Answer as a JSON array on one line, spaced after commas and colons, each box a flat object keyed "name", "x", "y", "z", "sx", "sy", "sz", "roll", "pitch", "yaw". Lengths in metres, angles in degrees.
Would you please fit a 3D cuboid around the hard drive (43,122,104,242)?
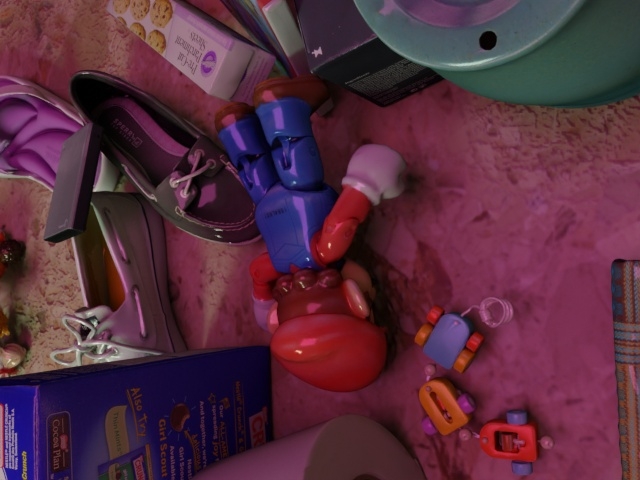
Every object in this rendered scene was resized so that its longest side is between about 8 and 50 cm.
[{"name": "hard drive", "x": -0.305, "y": -0.069, "z": 0.783, "sx": 0.094, "sy": 0.022, "sz": 0.135, "roll": -12, "pitch": 68, "yaw": 47}]

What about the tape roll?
[{"name": "tape roll", "x": -0.006, "y": 0.306, "z": 0.593, "sx": 0.169, "sy": 0.246, "sz": 0.246, "roll": -29, "pitch": 74, "yaw": 27}]

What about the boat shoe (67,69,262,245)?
[{"name": "boat shoe", "x": -0.201, "y": -0.107, "z": 0.792, "sx": 0.335, "sy": 0.095, "sz": 0.112, "roll": 37, "pitch": 82, "yaw": 24}]

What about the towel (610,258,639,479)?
[{"name": "towel", "x": 0.369, "y": 0.193, "z": 0.467, "sx": 0.272, "sy": 0.040, "sz": 0.370, "roll": -4, "pitch": 93, "yaw": 31}]

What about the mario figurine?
[{"name": "mario figurine", "x": 0.000, "y": 0.000, "z": 0.675, "sx": 0.170, "sy": 0.198, "sz": 0.320, "roll": -15, "pitch": 87, "yaw": -14}]

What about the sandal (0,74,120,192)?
[{"name": "sandal", "x": -0.472, "y": -0.168, "z": 0.973, "sx": 0.416, "sy": 0.102, "sz": 0.169, "roll": 16, "pitch": 97, "yaw": 29}]

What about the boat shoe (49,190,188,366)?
[{"name": "boat shoe", "x": -0.266, "y": 0.108, "z": 0.808, "sx": 0.136, "sy": 0.156, "sz": 0.366, "roll": -14, "pitch": 81, "yaw": 31}]

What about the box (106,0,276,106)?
[{"name": "box", "x": -0.170, "y": -0.255, "z": 0.771, "sx": 0.324, "sy": 0.063, "sz": 0.067, "roll": 44, "pitch": 114, "yaw": 41}]

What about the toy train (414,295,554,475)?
[{"name": "toy train", "x": 0.157, "y": 0.138, "z": 0.618, "sx": 0.125, "sy": 0.046, "sz": 0.166, "roll": -10, "pitch": 86, "yaw": 29}]

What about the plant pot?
[{"name": "plant pot", "x": 0.157, "y": -0.222, "z": 0.465, "sx": 0.272, "sy": 0.255, "sz": 0.271, "roll": 13, "pitch": 113, "yaw": 34}]

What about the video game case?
[{"name": "video game case", "x": -0.096, "y": -0.281, "z": 0.696, "sx": 0.025, "sy": 0.204, "sz": 0.285, "roll": -38, "pitch": 68, "yaw": 1}]

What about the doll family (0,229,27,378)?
[{"name": "doll family", "x": -0.547, "y": 0.105, "z": 1.002, "sx": 0.163, "sy": 0.118, "sz": 0.262, "roll": -8, "pitch": 84, "yaw": 31}]

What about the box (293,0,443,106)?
[{"name": "box", "x": 0.048, "y": -0.235, "z": 0.629, "sx": 0.093, "sy": 0.158, "sz": 0.155, "roll": -19, "pitch": 79, "yaw": 29}]

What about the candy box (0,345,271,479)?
[{"name": "candy box", "x": -0.185, "y": 0.257, "z": 0.661, "sx": 0.122, "sy": 0.317, "sz": 0.268, "roll": -5, "pitch": 84, "yaw": 33}]
